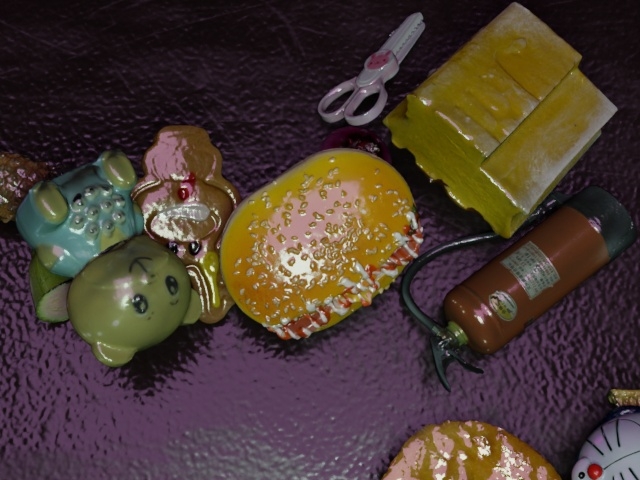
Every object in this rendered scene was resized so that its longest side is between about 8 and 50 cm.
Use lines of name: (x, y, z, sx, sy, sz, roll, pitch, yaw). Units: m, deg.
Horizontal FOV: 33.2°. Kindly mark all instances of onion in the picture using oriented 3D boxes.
onion: (0.055, -0.123, 1.626, 0.115, 0.104, 0.115, 8, 70, -23)

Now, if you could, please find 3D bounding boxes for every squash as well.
squash: (-0.396, 0.039, 1.578, 0.105, 0.105, 0.132, -30, 65, -10)

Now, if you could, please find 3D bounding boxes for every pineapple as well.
pineapple: (-0.383, -0.075, 1.597, 0.237, 0.111, 0.119, 6, 94, -7)

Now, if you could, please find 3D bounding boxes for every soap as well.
soap: (0.276, -0.182, 1.603, 0.259, 0.143, 0.281, 44, 59, 0)

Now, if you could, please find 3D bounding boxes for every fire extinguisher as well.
fire extinguisher: (0.275, 0.056, 1.601, 0.376, 0.113, 0.200, -37, 37, -12)

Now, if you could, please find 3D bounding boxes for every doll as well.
doll: (-0.287, 0.032, 1.459, 0.177, 0.161, 0.260, -32, 86, -38)
doll: (0.475, 0.320, 1.435, 0.310, 0.240, 0.284, -43, 36, 15)

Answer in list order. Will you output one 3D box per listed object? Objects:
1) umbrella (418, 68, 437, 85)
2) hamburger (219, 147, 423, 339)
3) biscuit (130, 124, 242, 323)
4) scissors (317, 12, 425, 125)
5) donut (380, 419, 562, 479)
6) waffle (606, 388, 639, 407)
umbrella: (0.183, -0.199, 1.674, 0.067, 0.062, 0.143, -3, 80, 12)
hamburger: (0.000, 0.000, 1.531, 0.295, 0.151, 0.227, -35, 104, 2)
biscuit: (-0.205, -0.022, 1.575, 0.186, 0.044, 0.295, -4, 90, -18)
scissors: (0.096, -0.272, 1.686, 0.118, 0.030, 0.242, 14, 58, 44)
donut: (0.205, 0.390, 1.490, 0.278, 0.108, 0.277, 1, 75, -3)
waffle: (0.478, 0.292, 1.572, 0.098, 0.023, 0.152, -4, 76, -1)
